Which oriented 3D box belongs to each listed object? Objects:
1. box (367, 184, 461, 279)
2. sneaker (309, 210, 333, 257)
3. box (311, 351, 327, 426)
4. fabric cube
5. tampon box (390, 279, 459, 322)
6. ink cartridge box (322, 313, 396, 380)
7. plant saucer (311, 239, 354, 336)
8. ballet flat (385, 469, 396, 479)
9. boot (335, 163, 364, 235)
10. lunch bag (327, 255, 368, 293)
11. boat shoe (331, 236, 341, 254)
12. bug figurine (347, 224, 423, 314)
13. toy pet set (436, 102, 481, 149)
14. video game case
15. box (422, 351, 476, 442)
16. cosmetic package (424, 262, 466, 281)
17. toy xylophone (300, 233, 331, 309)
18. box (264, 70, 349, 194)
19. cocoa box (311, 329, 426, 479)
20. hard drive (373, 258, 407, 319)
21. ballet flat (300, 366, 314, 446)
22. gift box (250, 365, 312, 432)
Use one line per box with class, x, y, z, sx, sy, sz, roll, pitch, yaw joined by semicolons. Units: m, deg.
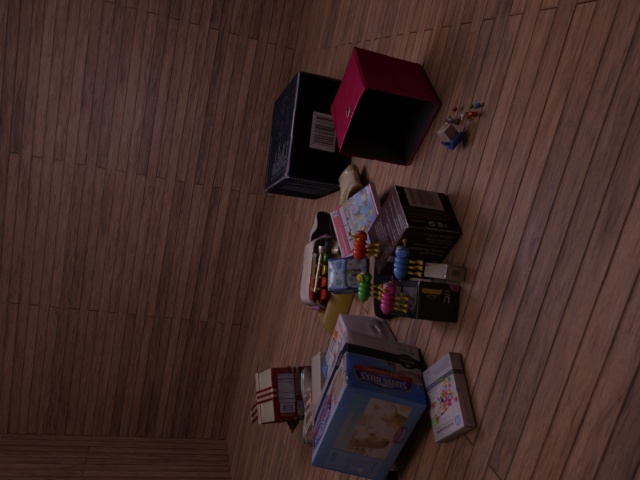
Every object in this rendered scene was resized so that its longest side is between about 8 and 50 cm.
box;0.260;-0.020;1.517;0.203;0.168;0.167;114;154;-42
sneaker;0.000;0.000;2.453;0.290;0.106;0.123;-79;5;-49
box;0.023;0.588;2.112;0.113;0.094;0.275;128;146;-57
fabric cube;0.198;-0.439;1.762;0.258;0.259;0.254;-98;23;-43
tampon box;0.280;0.161;1.450;0.161;0.120;0.101;172;105;-72
ink cartridge box;0.126;0.385;1.753;0.171;0.168;0.233;-116;38;-62
plant saucer;0.046;0.191;2.251;0.333;0.081;0.333;-114;36;-61
ballet flat;0.197;0.757;1.553;0.057;0.049;0.173;121;152;-52
boot;0.112;-0.159;2.184;0.203;0.095;0.262;-97;16;-51
lunch bag;0.107;0.131;2.017;0.096;0.151;0.129;35;-127;-62
boat shoe;0.076;0.005;2.229;0.050;0.045;0.135;61;-145;-33
bug figurine;0.158;0.081;1.437;0.279;0.072;0.216;23;115;58
toy pet set;0.387;-0.311;1.476;0.114;0.065;0.122;-47;20;-7
video game case;0.139;-0.063;1.991;0.285;0.025;0.204;-33;68;54
box;0.321;0.397;1.351;0.145;0.038;0.186;120;152;-51
cosmetic package;0.331;0.084;1.429;0.115;0.060;0.041;-179;98;-71
toy xylophone;-0.012;0.129;2.193;0.236;0.081;0.323;-177;95;-73
box;-0.061;-0.470;2.536;0.472;0.297;0.480;174;104;-71
cocoa box;0.129;0.478;1.540;0.228;0.231;0.347;-84;11;-59
hard drive;0.226;0.123;1.749;0.172;0.054;0.255;143;132;-67
ballet flat;-0.014;0.676;2.193;0.106;0.107;0.316;-11;74;29
gift box;-0.157;0.696;2.339;0.258;0.255;0.276;140;133;-60
